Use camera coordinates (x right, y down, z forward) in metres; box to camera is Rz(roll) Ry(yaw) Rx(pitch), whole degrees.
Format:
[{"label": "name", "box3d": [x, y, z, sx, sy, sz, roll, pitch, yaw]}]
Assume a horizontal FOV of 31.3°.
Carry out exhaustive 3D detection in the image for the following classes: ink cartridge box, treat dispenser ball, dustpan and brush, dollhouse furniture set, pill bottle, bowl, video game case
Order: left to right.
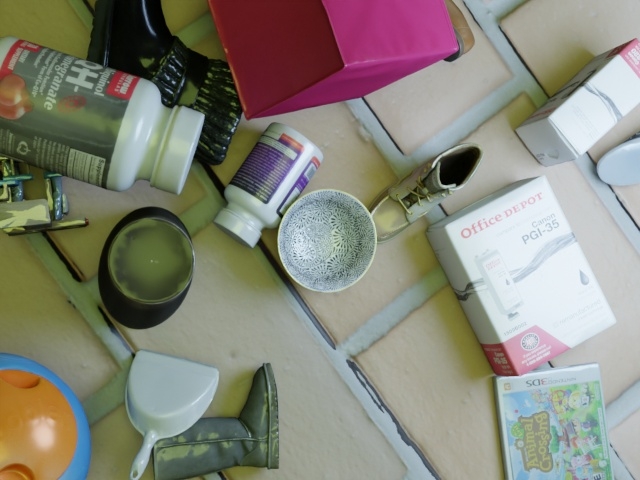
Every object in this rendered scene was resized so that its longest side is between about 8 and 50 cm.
[{"label": "treat dispenser ball", "box3d": [-0.483, 0.309, 1.675, 0.288, 0.288, 0.288, 1, 86, -10]}, {"label": "dollhouse furniture set", "box3d": [-0.431, -0.082, 1.762, 0.128, 0.183, 0.129, -8, 88, -11]}, {"label": "pill bottle", "box3d": [-0.344, -0.176, 1.703, 0.318, 0.176, 0.176, 17, 83, -5]}, {"label": "dustpan and brush", "box3d": [-0.258, 0.280, 1.797, 0.147, 0.060, 0.211, 12, 45, 10]}, {"label": "pill bottle", "box3d": [-0.090, -0.087, 1.865, 0.108, 0.108, 0.193, 35, 81, -6]}, {"label": "bowl", "box3d": [0.000, 0.000, 1.885, 0.170, 0.080, 0.170, 0, 91, -18]}, {"label": "ink cartridge box", "box3d": [0.335, 0.059, 1.929, 0.207, 0.117, 0.283, -27, 92, -11]}, {"label": "video game case", "box3d": [0.404, 0.328, 1.972, 0.193, 0.023, 0.212, -6, 88, -11]}, {"label": "ink cartridge box", "box3d": [0.459, -0.233, 1.951, 0.218, 0.158, 0.092, -43, 96, -11]}]

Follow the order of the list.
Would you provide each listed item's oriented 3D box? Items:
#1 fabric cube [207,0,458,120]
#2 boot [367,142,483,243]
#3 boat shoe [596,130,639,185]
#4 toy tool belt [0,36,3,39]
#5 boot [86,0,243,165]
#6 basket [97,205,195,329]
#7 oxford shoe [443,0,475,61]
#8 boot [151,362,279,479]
[{"label": "fabric cube", "box3d": [0.011, -0.360, 1.783, 0.258, 0.254, 0.259, -16, 89, -41]}, {"label": "boot", "box3d": [0.167, -0.080, 1.882, 0.213, 0.165, 0.077, -39, 93, -12]}, {"label": "boat shoe", "box3d": [0.589, -0.171, 2.014, 0.228, 0.076, 0.080, -28, 112, 5]}, {"label": "toy tool belt", "box3d": [-0.531, -0.287, 1.832, 0.051, 0.052, 0.083, 4, 81, 21]}, {"label": "boot", "box3d": [-0.228, -0.311, 1.817, 0.260, 0.131, 0.348, 14, 108, -4]}, {"label": "basket", "box3d": [-0.266, 0.039, 1.764, 0.154, 0.227, 0.204, 13, 85, -9]}, {"label": "oxford shoe", "box3d": [0.193, -0.409, 1.970, 0.076, 0.076, 0.212, -32, 90, -41]}, {"label": "boot", "box3d": [-0.172, 0.295, 1.851, 0.208, 0.076, 0.190, -1, 79, -2]}]
